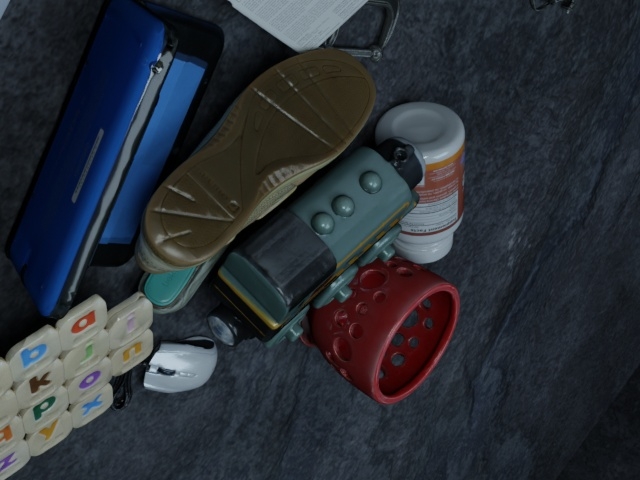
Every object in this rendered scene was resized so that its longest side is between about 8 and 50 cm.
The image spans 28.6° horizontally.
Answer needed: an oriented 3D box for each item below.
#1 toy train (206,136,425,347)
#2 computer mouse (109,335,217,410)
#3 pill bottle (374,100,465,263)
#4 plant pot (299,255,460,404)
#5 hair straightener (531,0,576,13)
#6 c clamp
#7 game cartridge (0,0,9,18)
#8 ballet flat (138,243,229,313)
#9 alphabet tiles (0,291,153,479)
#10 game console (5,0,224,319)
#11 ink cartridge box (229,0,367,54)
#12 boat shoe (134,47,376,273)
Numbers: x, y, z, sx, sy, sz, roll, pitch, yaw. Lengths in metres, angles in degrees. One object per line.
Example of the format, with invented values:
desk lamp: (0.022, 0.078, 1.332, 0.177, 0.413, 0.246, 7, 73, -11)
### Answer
toy train: (0.000, 0.000, 1.534, 0.334, 0.142, 0.190, -40, 173, -28)
computer mouse: (-0.183, 0.156, 1.547, 0.193, 0.042, 0.106, 0, 115, -55)
pill bottle: (0.138, -0.074, 1.729, 0.121, 0.121, 0.216, -39, 144, -29)
plant pot: (0.071, 0.105, 1.736, 0.191, 0.174, 0.191, -34, 140, -34)
hair straightener: (0.388, -0.379, 1.893, 0.230, 0.047, 0.089, -23, 133, -44)
c clamp: (0.040, -0.250, 1.542, 0.160, 0.022, 0.137, -14, 122, -47)
game cartridge: (-0.311, -0.264, 1.000, 0.294, 0.060, 0.196, -61, 152, 4)
ballet flat: (-0.139, -0.005, 1.467, 0.213, 0.072, 0.068, -54, 176, -7)
alphabet tiles: (-0.298, 0.162, 1.333, 0.284, 0.021, 0.278, -33, 159, -22)
game console: (-0.176, -0.078, 1.246, 0.173, 0.250, 0.293, 17, 103, -31)
ink cartridge box: (-0.019, -0.306, 1.321, 0.181, 0.056, 0.224, -40, 146, 16)
boat shoe: (-0.078, -0.091, 1.388, 0.341, 0.122, 0.110, -41, -177, -26)
